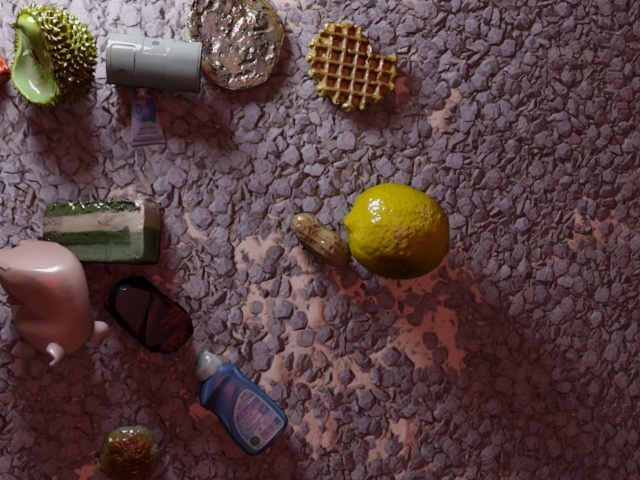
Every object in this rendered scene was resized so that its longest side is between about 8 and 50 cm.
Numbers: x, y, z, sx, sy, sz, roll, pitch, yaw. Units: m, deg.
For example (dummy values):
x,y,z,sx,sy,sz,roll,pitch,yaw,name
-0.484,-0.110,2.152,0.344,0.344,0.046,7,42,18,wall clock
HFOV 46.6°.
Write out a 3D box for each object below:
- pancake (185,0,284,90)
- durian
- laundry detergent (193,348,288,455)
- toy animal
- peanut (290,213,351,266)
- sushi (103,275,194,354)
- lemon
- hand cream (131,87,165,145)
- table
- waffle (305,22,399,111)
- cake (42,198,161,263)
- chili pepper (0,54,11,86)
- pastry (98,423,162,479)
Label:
x,y,z,sx,sy,sz,roll,pitch,yaw,name
-0.224,-0.528,1.921,0.282,0.049,0.282,0,91,-17,pancake
-0.616,-0.428,1.731,0.176,0.200,0.237,-12,107,-41,durian
-0.221,0.407,1.904,0.143,0.094,0.290,-42,98,-6,laundry detergent
-0.637,0.142,1.723,0.213,0.195,0.256,5,113,25,toy animal
0.000,0.000,1.965,0.194,0.093,0.083,38,94,-15,peanut
-0.424,0.182,1.827,0.225,0.126,0.136,40,78,-19,sushi
0.209,-0.021,1.945,0.310,0.253,0.253,17,85,-17,lemon
-0.439,-0.312,1.862,0.084,0.053,0.142,-7,102,-16,hand cream
-0.401,-0.432,1.814,0.220,0.126,0.126,4,89,-7,table
0.086,-0.478,2.009,0.249,0.056,0.253,-26,96,-15,waffle
-0.522,-0.023,1.773,0.284,0.172,0.158,2,87,-14,cake
-0.787,-0.419,1.748,0.070,0.073,0.123,-34,99,29,chili pepper
-0.469,0.528,1.830,0.153,0.081,0.153,-1,92,-20,pastry
